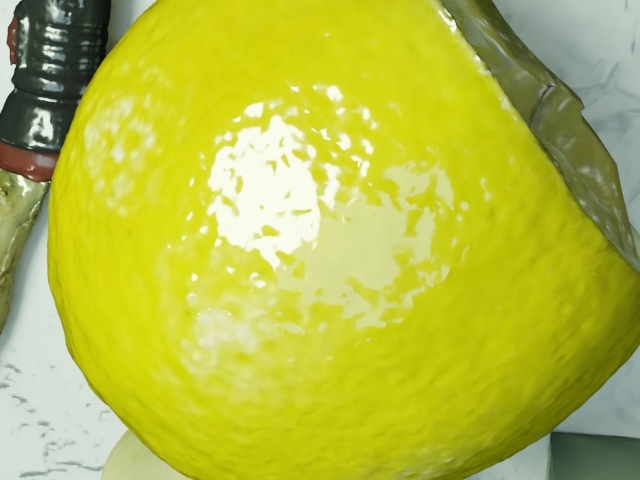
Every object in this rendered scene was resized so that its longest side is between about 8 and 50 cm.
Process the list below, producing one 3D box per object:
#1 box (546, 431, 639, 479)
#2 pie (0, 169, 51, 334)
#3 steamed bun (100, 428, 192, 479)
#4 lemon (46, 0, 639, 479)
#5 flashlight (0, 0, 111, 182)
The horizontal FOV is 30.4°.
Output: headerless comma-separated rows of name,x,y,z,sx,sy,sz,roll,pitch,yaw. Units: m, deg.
box,0.202,0.248,0.831,0.086,0.225,0.129,4,110,7
pie,-0.307,0.036,0.924,0.128,0.068,0.282,27,107,-2
steamed bun,-0.030,0.208,0.886,0.232,0.166,0.273,-36,100,20
lemon,0.000,0.000,0.711,0.364,0.364,0.364,3,110,8
flashlight,-0.179,-0.160,0.820,0.093,0.093,0.232,9,108,6
